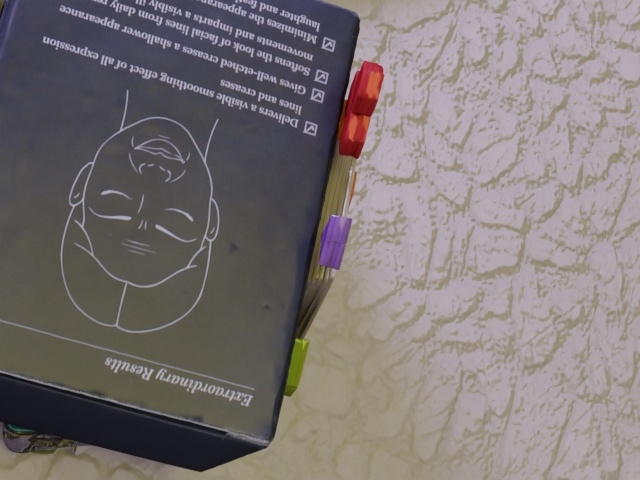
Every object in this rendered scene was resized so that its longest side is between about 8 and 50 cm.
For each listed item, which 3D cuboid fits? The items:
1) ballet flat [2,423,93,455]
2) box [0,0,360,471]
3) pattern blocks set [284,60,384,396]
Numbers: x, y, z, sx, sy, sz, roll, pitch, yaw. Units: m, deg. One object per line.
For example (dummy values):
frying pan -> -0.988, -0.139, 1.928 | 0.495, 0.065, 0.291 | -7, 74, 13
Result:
ballet flat -> -0.230, 0.175, 1.309 | 0.114, 0.041, 0.041 | 0, 81, -23
box -> -0.166, -0.033, 1.248 | 0.293, 0.212, 0.395 | 18, 70, -15
pattern blocks set -> 0.000, 0.000, 1.308 | 0.026, 0.325, 0.285 | 14, 79, -6
